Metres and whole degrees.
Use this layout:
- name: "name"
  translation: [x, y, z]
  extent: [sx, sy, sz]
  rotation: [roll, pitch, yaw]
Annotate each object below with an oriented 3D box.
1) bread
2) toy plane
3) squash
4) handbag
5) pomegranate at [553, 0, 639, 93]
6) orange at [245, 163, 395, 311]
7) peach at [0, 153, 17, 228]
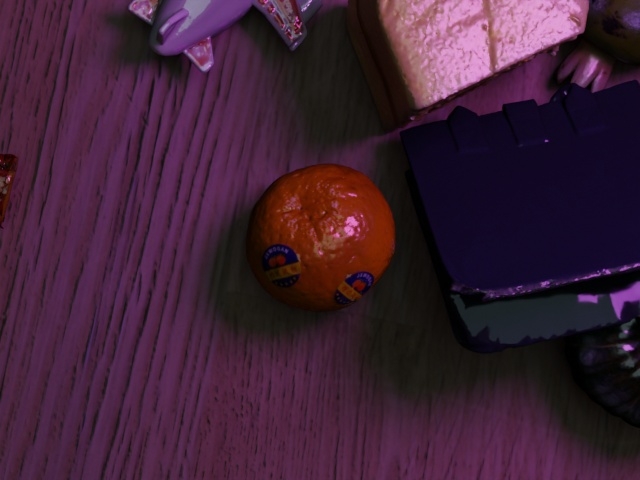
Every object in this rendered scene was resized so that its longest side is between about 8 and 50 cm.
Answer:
- name: "bread"
  translation: [0.166, -0.259, 1.553]
  extent: [0.236, 0.263, 0.198]
  rotation: [-19, 90, -6]
- name: "toy plane"
  translation: [-0.117, -0.318, 1.605]
  extent: [0.252, 0.118, 0.252]
  rotation: [1, 82, -9]
- name: "squash"
  translation: [0.396, 0.120, 1.577]
  extent: [0.218, 0.172, 0.218]
  rotation: [2, 112, 5]
- name: "handbag"
  translation: [0.266, -0.040, 1.540]
  extent: [0.303, 0.122, 0.329]
  rotation: [-12, 45, -1]
- name: "pomegranate"
  translation: [0.369, -0.274, 1.634]
  extent: [0.187, 0.187, 0.225]
  rotation: [33, 110, -1]
- name: "orange"
  translation: [0.001, -0.002, 1.552]
  extent: [0.178, 0.155, 0.177]
  rotation: [-12, 64, 25]
- name: "peach"
  translation: [-0.388, -0.061, 1.577]
  extent: [0.050, 0.077, 0.083]
  rotation: [10, 125, -9]
